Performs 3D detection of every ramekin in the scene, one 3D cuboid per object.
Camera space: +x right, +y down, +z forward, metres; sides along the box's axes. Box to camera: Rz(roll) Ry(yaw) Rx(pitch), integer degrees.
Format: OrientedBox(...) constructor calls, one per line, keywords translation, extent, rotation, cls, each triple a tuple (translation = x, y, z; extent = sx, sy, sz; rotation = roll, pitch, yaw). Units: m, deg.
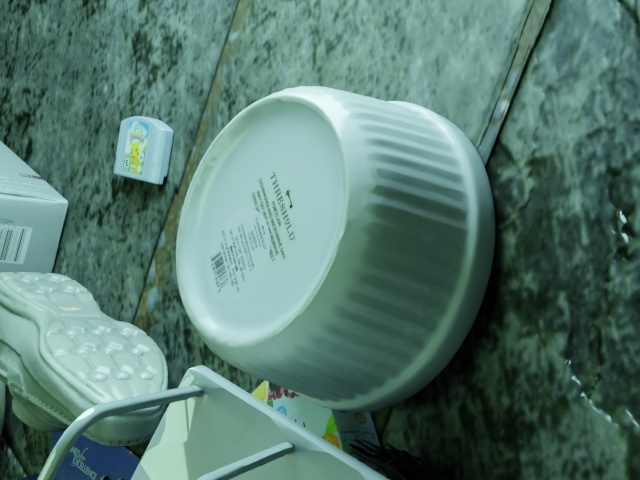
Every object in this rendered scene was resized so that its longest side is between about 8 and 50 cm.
OrientedBox(translation=(0.000, 0.000, 0.975), extent=(0.207, 0.109, 0.207), rotation=(-19, 63, 43), cls="ramekin")

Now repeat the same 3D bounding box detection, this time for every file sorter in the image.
OrientedBox(translation=(-0.024, 0.223, 0.802), extent=(0.277, 0.173, 0.193), rotation=(30, 99, 15), cls="file sorter")

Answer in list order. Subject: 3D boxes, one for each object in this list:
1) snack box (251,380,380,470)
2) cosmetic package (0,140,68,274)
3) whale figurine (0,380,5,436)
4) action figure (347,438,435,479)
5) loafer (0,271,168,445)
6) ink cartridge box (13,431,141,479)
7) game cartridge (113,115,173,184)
OrientedBox(translation=(-0.019, 0.145, 1.073), extent=(0.141, 0.037, 0.100), rotation=(-49, 48, 39), cls="snack box")
OrientedBox(translation=(-0.359, -0.040, 1.536), extent=(0.238, 0.127, 0.107), rotation=(38, 116, 50), cls="cosmetic package")
OrientedBox(translation=(-0.428, 0.165, 1.587), extent=(0.272, 0.141, 0.216), rotation=(-23, 66, 53), cls="whale figurine")
OrientedBox(translation=(-0.032, 0.247, 0.977), extent=(0.141, 0.164, 0.276), rotation=(38, 108, 30), cls="action figure")
OrientedBox(translation=(-0.212, 0.116, 1.314), extent=(0.319, 0.112, 0.112), rotation=(-148, 64, -62), cls="loafer")
OrientedBox(translation=(-0.216, 0.328, 1.314), extent=(0.303, 0.072, 0.307), rotation=(22, 104, 55), cls="ink cartridge box")
OrientedBox(translation=(-0.155, -0.080, 1.337), extent=(0.083, 0.017, 0.056), rotation=(13, 92, 56), cls="game cartridge")
